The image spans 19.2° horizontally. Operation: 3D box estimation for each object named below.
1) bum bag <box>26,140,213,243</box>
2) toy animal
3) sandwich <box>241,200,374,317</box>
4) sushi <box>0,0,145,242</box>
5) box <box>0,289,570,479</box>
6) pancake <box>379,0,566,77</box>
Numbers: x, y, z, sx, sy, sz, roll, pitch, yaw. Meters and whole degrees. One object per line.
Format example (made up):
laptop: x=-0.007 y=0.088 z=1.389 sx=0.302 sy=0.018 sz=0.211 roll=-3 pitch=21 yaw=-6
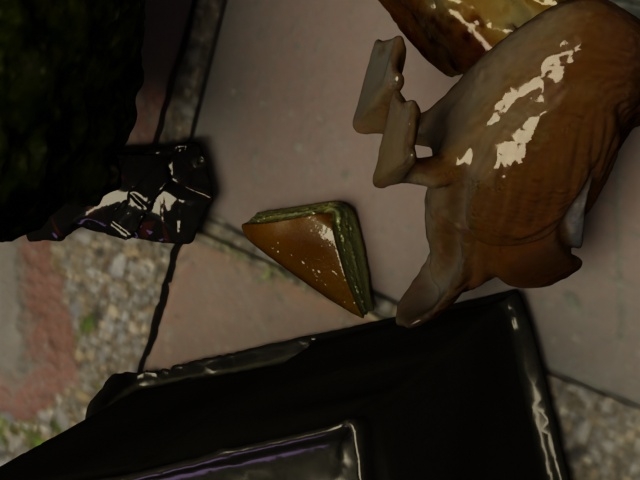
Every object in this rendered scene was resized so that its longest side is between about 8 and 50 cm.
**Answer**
bum bag: x=-0.114 y=-0.026 z=1.021 sx=0.124 sy=0.034 sz=0.058 roll=3 pitch=94 yaw=27
toy animal: x=0.102 y=-0.029 z=0.869 sx=0.179 sy=0.089 sz=0.188 roll=7 pitch=128 yaw=-18
sandwich: x=0.000 y=0.000 z=0.970 sx=0.083 sy=0.031 sz=0.044 roll=35 pitch=119 yaw=14
sushi: x=-0.242 y=-0.121 z=0.918 sx=0.352 sy=0.294 sz=0.178 roll=16 pitch=112 yaw=25
box: x=-0.002 y=0.230 z=0.926 sx=0.251 sy=0.204 sz=0.345 roll=-14 pitch=95 yaw=29
pancake: x=0.067 y=-0.191 z=0.832 sx=0.244 sy=0.057 sz=0.266 roll=7 pitch=124 yaw=53
